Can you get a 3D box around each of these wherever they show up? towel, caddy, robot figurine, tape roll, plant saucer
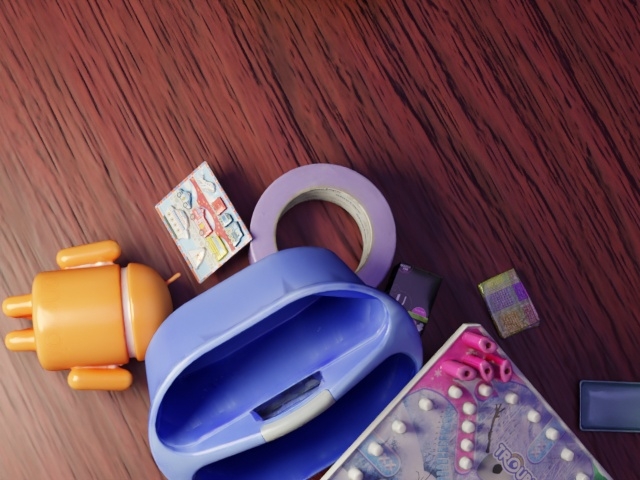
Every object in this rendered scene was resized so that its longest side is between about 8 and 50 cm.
[{"bbox_3d":[0.251,0.086,1.668,0.060,0.009,0.083,-24,83,-9],"label":"towel"},{"bbox_3d":[-0.047,0.166,1.483,0.341,0.179,0.241,-31,121,-2],"label":"caddy"},{"bbox_3d":[-0.278,0.096,1.551,0.219,0.128,0.158,-6,47,-7],"label":"robot figurine"},{"bbox_3d":[0.000,0.000,1.620,0.189,0.080,0.189,1,80,-6],"label":"tape roll"},{"bbox_3d":[0.436,0.223,1.661,0.192,0.018,0.067,3,80,-6],"label":"plant saucer"}]

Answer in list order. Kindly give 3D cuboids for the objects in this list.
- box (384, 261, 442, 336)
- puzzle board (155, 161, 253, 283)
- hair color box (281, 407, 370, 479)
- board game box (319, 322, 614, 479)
[{"bbox_3d":[0.114,0.078,1.632,0.062,0.052,0.083,22,78,-3],"label":"box"},{"bbox_3d":[-0.152,-0.023,1.601,0.096,0.011,0.128,-40,67,18],"label":"puzzle board"},{"bbox_3d":[0.015,0.271,1.580,0.141,0.072,0.043,-38,87,-10],"label":"hair color box"},{"bbox_3d":[0.176,0.365,1.513,0.390,0.050,0.390,-46,112,-11],"label":"board game box"}]
